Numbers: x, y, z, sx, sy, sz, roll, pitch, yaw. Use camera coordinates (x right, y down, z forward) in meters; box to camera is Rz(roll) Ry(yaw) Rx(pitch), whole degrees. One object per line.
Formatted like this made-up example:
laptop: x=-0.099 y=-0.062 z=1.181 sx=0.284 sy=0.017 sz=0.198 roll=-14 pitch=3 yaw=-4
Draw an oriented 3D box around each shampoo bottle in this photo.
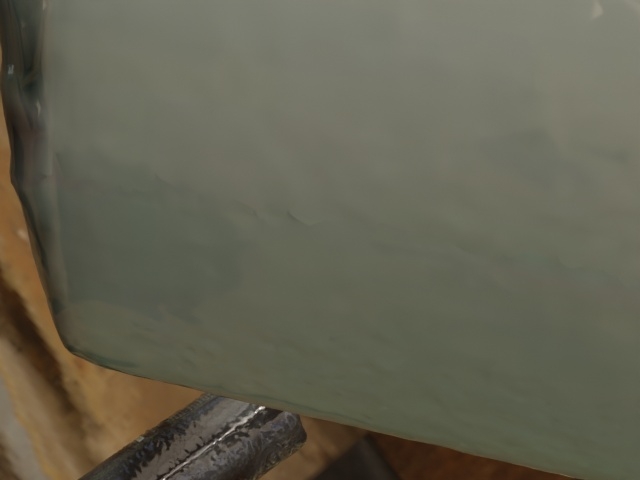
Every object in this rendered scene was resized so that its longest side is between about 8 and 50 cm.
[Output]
shampoo bottle: x=-0.105 y=0.144 z=0.795 sx=0.063 sy=0.207 sz=0.057 roll=36 pitch=-29 yaw=43

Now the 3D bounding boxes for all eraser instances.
eraser: x=0.070 y=-0.025 z=0.378 sx=0.290 sy=0.189 sz=0.104 roll=12 pitch=29 yaw=11
